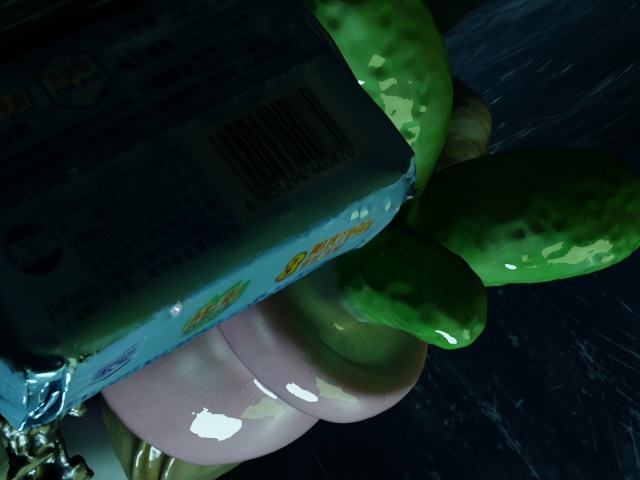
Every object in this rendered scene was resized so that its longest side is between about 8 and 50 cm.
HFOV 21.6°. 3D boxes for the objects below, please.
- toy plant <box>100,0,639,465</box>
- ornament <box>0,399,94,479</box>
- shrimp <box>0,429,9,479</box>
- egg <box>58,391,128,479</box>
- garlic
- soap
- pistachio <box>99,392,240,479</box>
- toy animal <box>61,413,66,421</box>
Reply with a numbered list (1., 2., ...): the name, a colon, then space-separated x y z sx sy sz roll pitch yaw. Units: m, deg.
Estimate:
1. toy plant: -0.004 -0.001 1.088 0.356 0.210 0.317 -26 135 36
2. ornament: -0.246 0.165 1.082 0.260 0.106 0.251 -33 131 -23
3. shrimp: -0.213 0.070 0.969 0.161 0.049 0.166 33 91 -38
4. egg: -0.208 0.242 1.608 0.196 0.196 0.271 -33 179 -22
5. garlic: 0.059 -0.054 1.259 0.159 0.147 0.102 -48 140 5
6. soap: -0.081 -0.030 0.801 0.293 0.156 0.077 -29 167 -35
7. pistachio: -0.110 0.133 1.420 0.260 0.163 0.212 -55 154 -64
8. toy animal: -0.236 0.128 1.274 0.255 0.090 0.170 -38 161 -24
